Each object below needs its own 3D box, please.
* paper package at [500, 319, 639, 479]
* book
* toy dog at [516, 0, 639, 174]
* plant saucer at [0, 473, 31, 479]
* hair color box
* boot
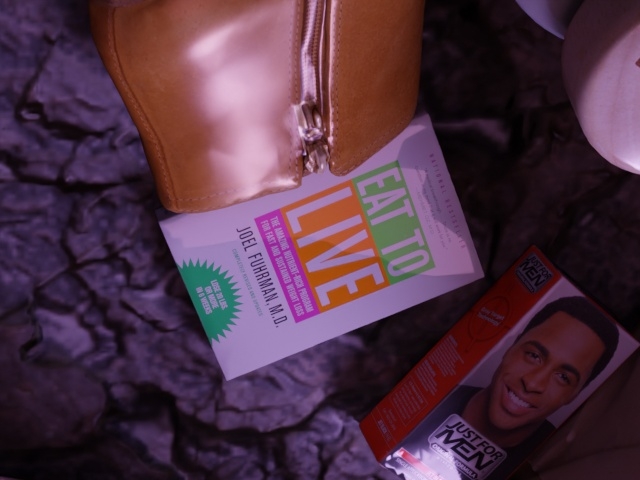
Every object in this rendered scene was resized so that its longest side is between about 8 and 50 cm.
[{"bbox_3d":[0.279,0.232,0.841,0.325,0.309,0.168,38,98,-29],"label":"paper package"},{"bbox_3d":[0.000,0.000,0.807,0.144,0.035,0.096,-23,116,-3],"label":"book"},{"bbox_3d":[0.141,-0.194,0.562,0.161,0.220,0.333,18,104,-25],"label":"toy dog"},{"bbox_3d":[-0.212,0.244,0.852,0.310,0.050,0.310,-7,117,-14],"label":"plant saucer"},{"bbox_3d":[0.097,0.079,0.865,0.072,0.043,0.141,38,100,-27],"label":"hair color box"},{"bbox_3d":[0.030,-0.146,0.717,0.295,0.104,0.211,-28,134,-13],"label":"boot"}]
